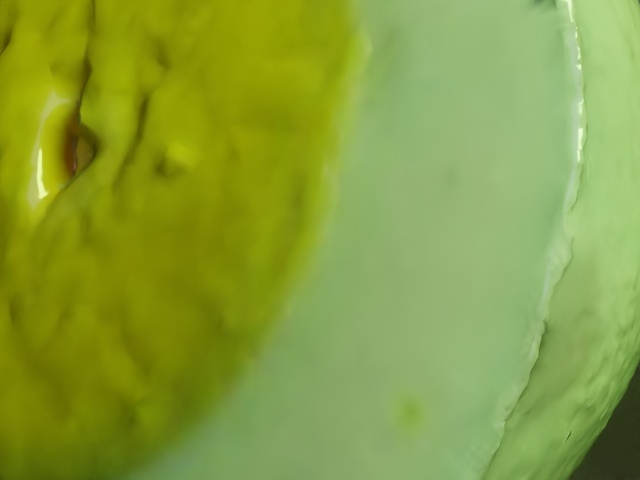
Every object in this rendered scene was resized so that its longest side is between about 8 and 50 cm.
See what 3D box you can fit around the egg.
[{"bbox_3d":[0.000,0.000,0.682,0.337,0.201,0.337,-9,75,37],"label":"egg"}]
